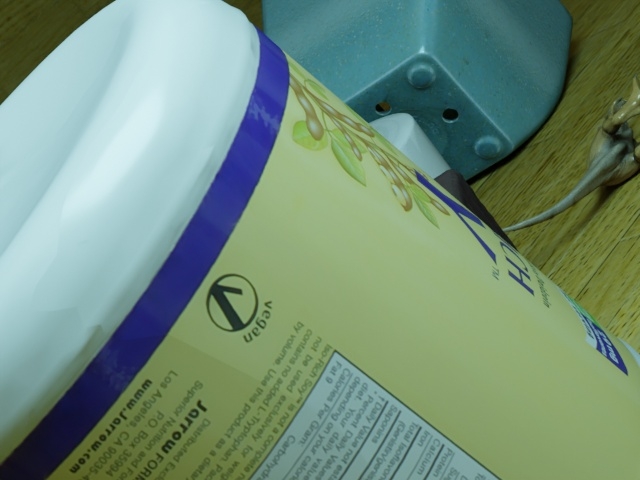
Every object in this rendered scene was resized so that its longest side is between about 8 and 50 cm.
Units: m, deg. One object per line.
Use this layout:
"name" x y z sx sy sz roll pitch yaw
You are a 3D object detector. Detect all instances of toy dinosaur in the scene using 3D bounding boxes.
"toy dinosaur" 0.229 -0.062 1.243 0.112 0.064 0.211 -51 -6 35

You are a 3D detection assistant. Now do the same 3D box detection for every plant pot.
"plant pot" 0.093 -0.173 1.587 0.247 0.248 0.252 -31 30 27

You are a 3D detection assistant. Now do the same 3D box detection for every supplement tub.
"supplement tub" -0.007 0.088 0.618 0.241 0.331 0.241 -42 23 22

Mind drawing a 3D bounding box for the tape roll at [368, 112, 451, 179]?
"tape roll" 0.018 0.044 1.164 0.246 0.169 0.246 -36 14 10

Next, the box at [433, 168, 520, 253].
"box" 0.057 0.093 0.880 0.167 0.168 0.203 -34 13 12
